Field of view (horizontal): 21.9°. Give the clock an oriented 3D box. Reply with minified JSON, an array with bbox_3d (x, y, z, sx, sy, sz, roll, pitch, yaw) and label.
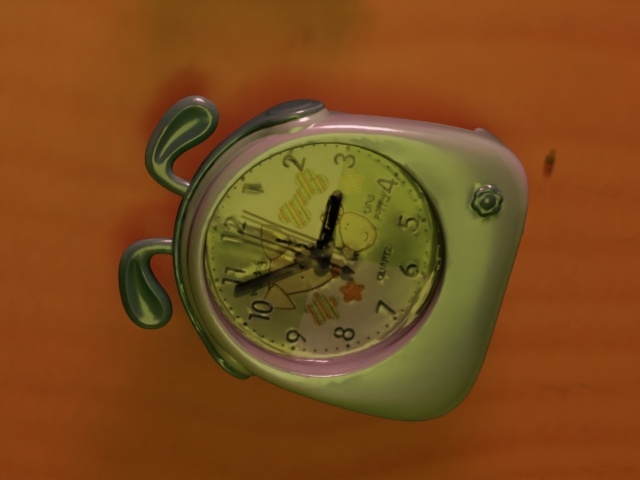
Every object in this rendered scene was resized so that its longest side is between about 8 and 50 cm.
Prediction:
[{"bbox_3d":[0.000,0.000,0.808,0.189,0.060,0.148,15,105,-11],"label":"clock"}]
